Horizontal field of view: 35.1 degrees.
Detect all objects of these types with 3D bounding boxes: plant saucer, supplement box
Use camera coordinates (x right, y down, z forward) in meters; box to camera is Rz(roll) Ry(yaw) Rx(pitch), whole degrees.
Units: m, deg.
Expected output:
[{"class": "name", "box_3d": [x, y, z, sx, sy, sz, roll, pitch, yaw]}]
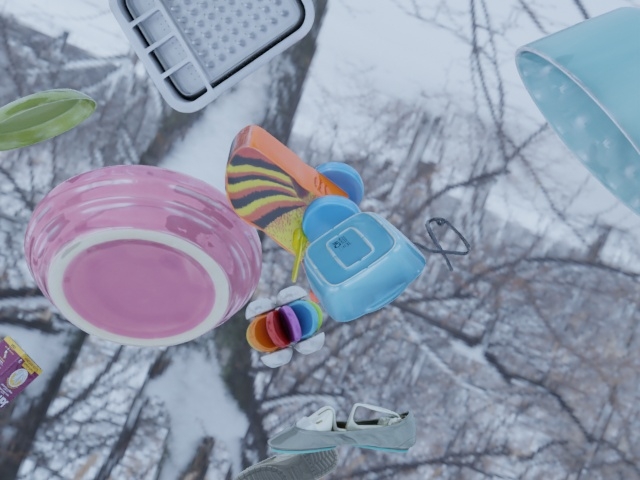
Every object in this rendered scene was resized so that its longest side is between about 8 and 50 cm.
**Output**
[{"class": "plant saucer", "box_3d": [-0.248, 0.042, 1.409, 0.332, 0.332, 0.084, 20, -138, -19]}, {"class": "plant saucer", "box_3d": [-0.548, -0.235, 1.935, 0.241, 0.037, 0.241, -22, 177, -1]}, {"class": "supplement box", "box_3d": [-0.405, 0.172, 1.282, 0.043, 0.083, 0.055, 35, 162, 32]}]

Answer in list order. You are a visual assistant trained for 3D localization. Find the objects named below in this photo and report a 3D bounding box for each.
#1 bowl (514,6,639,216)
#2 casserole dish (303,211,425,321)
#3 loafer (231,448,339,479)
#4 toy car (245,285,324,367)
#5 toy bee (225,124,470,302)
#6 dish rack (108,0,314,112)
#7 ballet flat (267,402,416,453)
[{"class": "bowl", "box_3d": [0.415, -0.180, 1.315, 0.311, 0.163, 0.311, 50, -178, -2]}, {"class": "casserole dish", "box_3d": [0.038, 0.020, 1.048, 0.037, 0.114, 0.188, 57, 178, -21]}, {"class": "loafer", "box_3d": [-0.084, 0.541, 2.321, 0.269, 0.101, 0.092, -20, 173, -5]}, {"class": "toy car", "box_3d": [-0.079, 0.192, 2.281, 0.182, 0.159, 0.136, -21, 174, -7]}, {"class": "toy bee", "box_3d": [0.000, 0.000, 1.199, 0.298, 0.162, 0.195, 38, -150, 3]}, {"class": "dish rack", "box_3d": [-0.190, -0.422, 1.828, 0.285, 0.333, 0.072, 59, -160, 0]}, {"class": "ballet flat", "box_3d": [0.031, 0.265, 1.446, 0.213, 0.068, 0.072, 1, -175, -4]}]
